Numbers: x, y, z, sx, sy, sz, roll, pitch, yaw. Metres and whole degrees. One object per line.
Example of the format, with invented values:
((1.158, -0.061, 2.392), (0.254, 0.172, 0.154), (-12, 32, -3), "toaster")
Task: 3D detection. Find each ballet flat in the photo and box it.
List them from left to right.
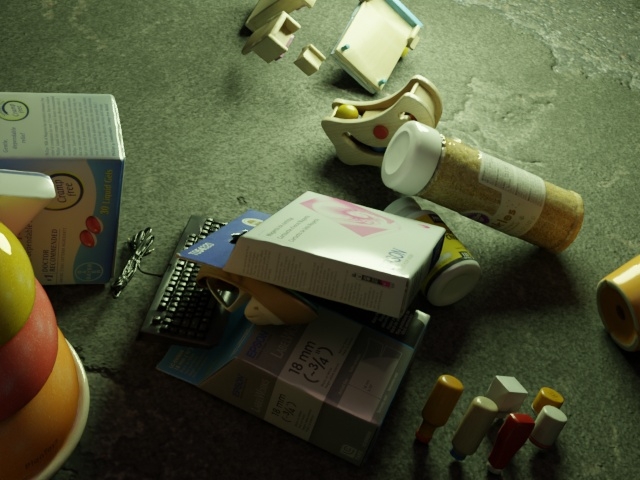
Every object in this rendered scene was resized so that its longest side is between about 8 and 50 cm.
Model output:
((-0.094, 0.082, 1.487), (0.232, 0.080, 0.073), (28, 78, 44), "ballet flat")

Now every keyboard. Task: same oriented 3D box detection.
((-0.221, 0.050, 1.599), (0.201, 0.033, 0.317), (7, 33, 4), "keyboard")

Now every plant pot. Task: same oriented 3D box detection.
((0.572, 0.094, 1.731), (0.187, 0.205, 0.205), (-19, 52, -13), "plant pot")

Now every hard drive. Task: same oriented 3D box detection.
((-0.516, 0.003, 1.351), (0.210, 0.318, 0.040), (3, 59, -46), "hard drive")

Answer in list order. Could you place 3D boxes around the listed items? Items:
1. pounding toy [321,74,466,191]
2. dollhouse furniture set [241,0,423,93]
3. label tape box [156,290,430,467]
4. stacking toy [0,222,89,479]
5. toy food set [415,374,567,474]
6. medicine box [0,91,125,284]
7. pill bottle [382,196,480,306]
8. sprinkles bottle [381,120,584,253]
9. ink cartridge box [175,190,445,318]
((0.129, -0.193, 1.862), (0.269, 0.154, 0.155), (5, 39, 20), "pounding toy")
((0.014, -0.392, 2.139), (0.303, 0.198, 0.286), (38, 63, -22), "dollhouse furniture set")
((-0.036, 0.150, 1.539), (0.333, 0.106, 0.241), (24, 43, 8), "label tape box")
((-0.437, 0.070, 1.225), (0.350, 0.480, 0.351), (9, 43, -9), "stacking toy")
((0.261, 0.274, 1.534), (0.232, 0.105, 0.111), (9, 27, -34), "toy food set")
((-0.446, -0.070, 1.522), (0.289, 0.264, 0.149), (-2, 47, -18), "medicine box")
((0.177, 0.014, 1.743), (0.103, 0.103, 0.184), (-15, 52, -29), "pill bottle")
((0.283, -0.089, 1.801), (0.355, 0.121, 0.121), (21, 41, -21), "sprinkles bottle")
((0.000, 0.000, 1.543), (0.330, 0.072, 0.324), (16, 17, 11), "ink cartridge box")
